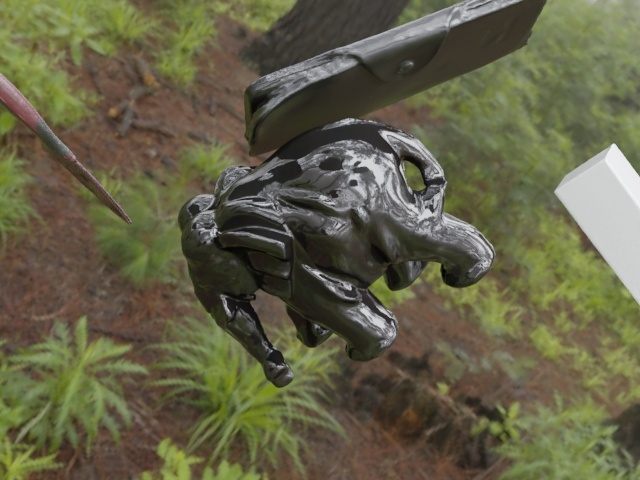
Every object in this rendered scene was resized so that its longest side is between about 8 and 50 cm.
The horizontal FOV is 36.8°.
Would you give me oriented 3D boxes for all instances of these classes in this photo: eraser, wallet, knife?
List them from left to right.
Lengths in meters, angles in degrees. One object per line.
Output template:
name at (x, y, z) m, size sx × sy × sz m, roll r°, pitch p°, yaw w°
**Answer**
knife at (-0.241, -0.086, 0.860) m, size 0.035 × 0.018 × 0.247 m, roll 17°, pitch -25°, yaw 36°
wallet at (0.084, -0.200, 1.125) m, size 0.197 × 0.378 × 0.051 m, roll 111°, pitch -45°, yaw -78°
eraser at (0.415, 0.027, 1.197) m, size 0.298 × 0.078 × 0.076 m, roll 53°, pitch 32°, yaw -2°

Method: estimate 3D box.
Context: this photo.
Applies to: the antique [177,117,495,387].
antique at (0.000, 0.000, 1.108) m, size 0.255 × 0.322 × 0.185 m, roll 47°, pitch 13°, yaw -27°
